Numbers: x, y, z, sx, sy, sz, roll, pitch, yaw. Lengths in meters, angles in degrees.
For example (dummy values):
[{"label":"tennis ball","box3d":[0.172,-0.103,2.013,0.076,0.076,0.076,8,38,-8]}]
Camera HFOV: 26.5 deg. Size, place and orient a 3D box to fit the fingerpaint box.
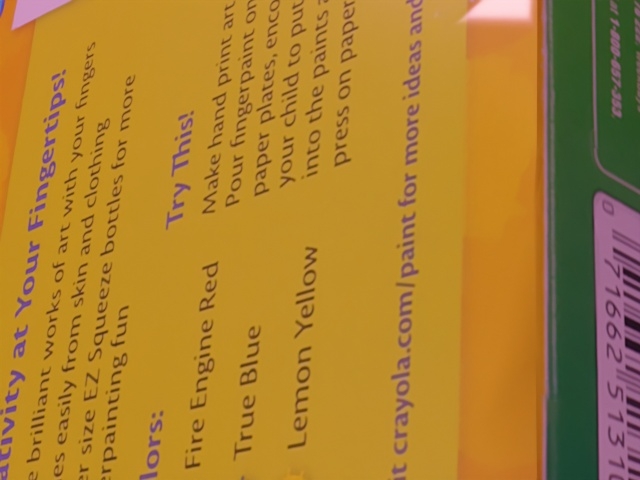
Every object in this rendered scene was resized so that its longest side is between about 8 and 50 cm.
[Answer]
[{"label":"fingerpaint box","box3d":[-0.015,-0.043,0.532,0.371,0.163,0.444,-19,58,41]}]
